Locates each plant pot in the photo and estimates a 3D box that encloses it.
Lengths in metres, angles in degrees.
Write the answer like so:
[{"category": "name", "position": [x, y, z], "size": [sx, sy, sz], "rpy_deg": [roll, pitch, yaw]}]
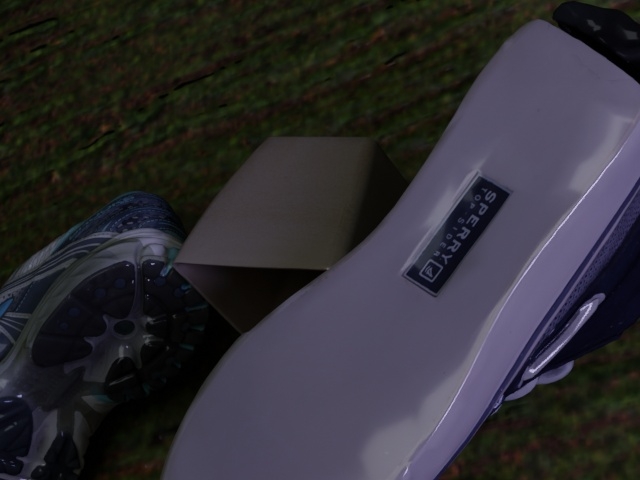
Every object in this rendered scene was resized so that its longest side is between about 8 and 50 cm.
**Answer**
[{"category": "plant pot", "position": [0.000, 0.000, 1.003], "size": [0.109, 0.109, 0.096], "rpy_deg": [2, 61, 32]}]

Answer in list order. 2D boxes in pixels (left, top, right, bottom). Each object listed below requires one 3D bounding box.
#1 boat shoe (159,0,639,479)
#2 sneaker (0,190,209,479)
[{"category": "boat shoe", "position": [0.072, 0.056, 0.893], "size": [0.340, 0.158, 0.127], "rpy_deg": [-48, 55, 0]}, {"category": "sneaker", "position": [-0.174, 0.080, 1.091], "size": [0.283, 0.110, 0.122], "rpy_deg": [-39, 30, 19]}]
